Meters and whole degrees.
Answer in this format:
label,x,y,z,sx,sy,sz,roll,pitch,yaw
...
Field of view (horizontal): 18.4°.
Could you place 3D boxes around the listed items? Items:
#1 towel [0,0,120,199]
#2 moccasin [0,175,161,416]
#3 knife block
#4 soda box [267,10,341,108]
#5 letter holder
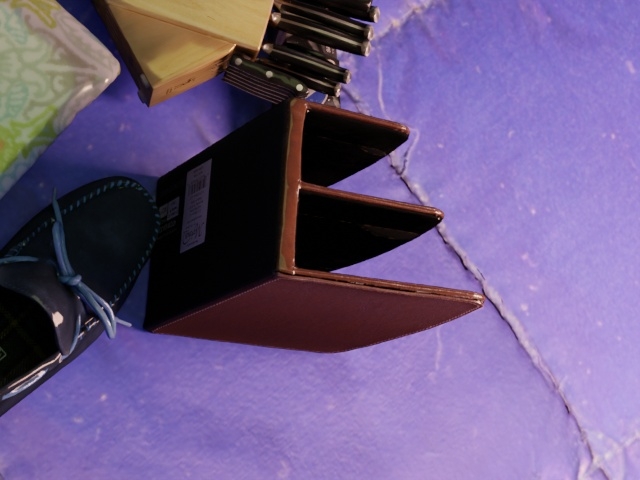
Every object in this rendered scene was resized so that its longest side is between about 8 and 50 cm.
label,x,y,z,sx,sy,sz,roll,pitch,yaw
towel,-0.407,-0.127,1.685,0.320,0.090,0.374,44,73,-11
moccasin,-0.248,0.074,1.721,0.138,0.117,0.342,44,65,-11
knife block,-0.085,-0.239,1.838,0.242,0.088,0.276,-28,86,-12
soda box,-0.015,-0.143,1.911,0.053,0.060,0.169,-1,79,-20
letter holder,0.000,0.000,1.752,0.214,0.302,0.152,10,75,-24
